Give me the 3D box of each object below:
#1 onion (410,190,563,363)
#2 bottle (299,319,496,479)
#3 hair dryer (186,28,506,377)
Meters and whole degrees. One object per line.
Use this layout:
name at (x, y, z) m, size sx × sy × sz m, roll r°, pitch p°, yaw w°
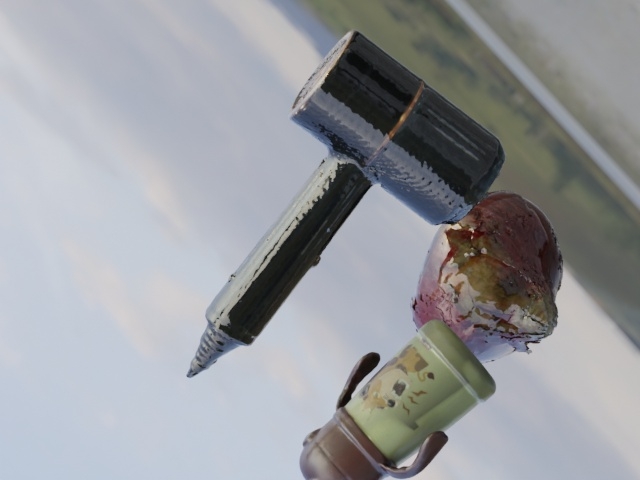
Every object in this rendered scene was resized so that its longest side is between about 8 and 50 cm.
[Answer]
onion at (0.181, 0.047, 1.823) m, size 0.147 × 0.184 × 0.184 m, roll 32°, pitch 179°, yaw 34°
bottle at (0.033, 0.085, 0.869) m, size 0.047 × 0.101 × 0.063 m, roll 50°, pitch 178°, yaw -21°
hair dryer at (0.000, 0.000, 1.699) m, size 0.189 × 0.352 × 0.107 m, roll 36°, pitch -173°, yaw -8°
